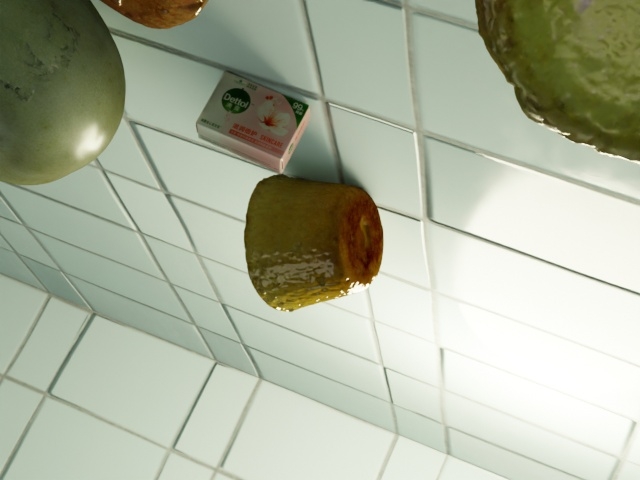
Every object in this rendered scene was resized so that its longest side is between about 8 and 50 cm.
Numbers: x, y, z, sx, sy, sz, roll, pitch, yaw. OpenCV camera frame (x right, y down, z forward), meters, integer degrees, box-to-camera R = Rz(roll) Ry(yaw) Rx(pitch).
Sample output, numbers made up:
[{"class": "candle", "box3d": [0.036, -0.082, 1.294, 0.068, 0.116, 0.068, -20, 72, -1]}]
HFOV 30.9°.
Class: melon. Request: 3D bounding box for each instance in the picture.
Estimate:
[{"class": "melon", "box3d": [-0.392, -0.223, 1.430, 0.268, 0.268, 0.330, 2, 137, 47]}]

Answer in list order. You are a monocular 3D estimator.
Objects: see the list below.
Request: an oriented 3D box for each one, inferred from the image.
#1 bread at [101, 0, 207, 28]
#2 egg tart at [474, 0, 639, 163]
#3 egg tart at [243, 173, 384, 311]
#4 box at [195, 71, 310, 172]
[{"class": "bread", "box3d": [-0.195, -0.310, 1.218, 0.199, 0.104, 0.199, 21, 157, 9]}, {"class": "egg tart", "box3d": [0.256, -0.192, 0.894, 0.294, 0.123, 0.294, 24, 143, 19]}, {"class": "egg tart", "box3d": [0.000, 0.000, 1.647, 0.147, 0.203, 0.202, -4, 147, 30]}, {"class": "box", "box3d": [-0.086, -0.152, 1.491, 0.125, 0.089, 0.043, 22, 159, 7]}]
